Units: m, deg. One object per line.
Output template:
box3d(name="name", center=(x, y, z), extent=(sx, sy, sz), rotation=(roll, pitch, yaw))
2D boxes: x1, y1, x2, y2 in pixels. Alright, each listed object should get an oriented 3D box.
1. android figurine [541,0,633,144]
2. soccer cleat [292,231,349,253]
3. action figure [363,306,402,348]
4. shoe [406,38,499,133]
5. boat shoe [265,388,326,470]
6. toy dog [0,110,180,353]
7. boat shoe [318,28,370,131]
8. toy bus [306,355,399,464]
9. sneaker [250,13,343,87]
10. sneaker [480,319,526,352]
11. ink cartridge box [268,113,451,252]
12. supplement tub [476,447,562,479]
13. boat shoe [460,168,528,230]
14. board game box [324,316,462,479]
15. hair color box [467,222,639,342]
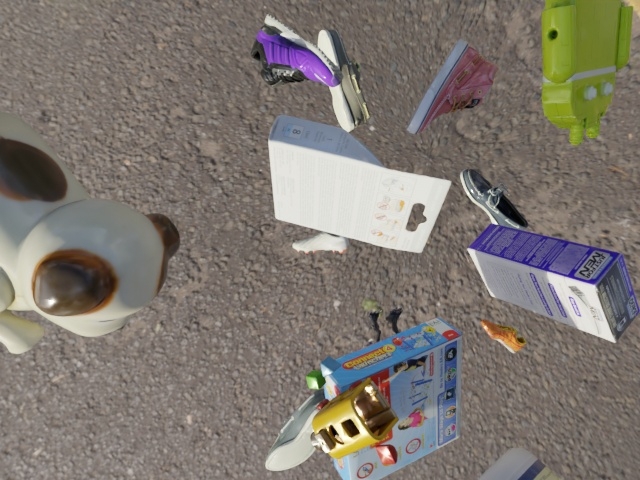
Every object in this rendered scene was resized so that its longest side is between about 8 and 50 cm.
box3d(name="android figurine", center=(0.383, -0.279, 0.748), extent=(0.056, 0.248, 0.273), rotation=(11, 113, 46))
box3d(name="soccer cleat", center=(0.000, 0.000, 1.709), extent=(0.196, 0.068, 0.076), rotation=(-1, 104, 21))
box3d(name="action figure", center=(0.205, 0.342, 1.601), extent=(0.164, 0.141, 0.275), rotation=(2, 56, -6))
box3d(name="shoe", center=(0.204, -0.219, 0.785), extent=(0.081, 0.063, 0.178), rotation=(32, 73, 0))
box3d(name="boat shoe", center=(-0.062, 0.579, 1.575), extent=(0.116, 0.099, 0.319), rotation=(26, 114, -30))
box3d(name="toy dog", center=(-0.417, -0.018, 0.799), extent=(0.408, 0.284, 0.395), rotation=(29, 112, 13))
box3d(name="boat shoe", center=(0.073, -0.476, 1.526), extent=(0.091, 0.109, 0.305), rotation=(-26, 123, -11))
box3d(name="toy bus", center=(0.037, 0.335, 0.932), extent=(0.191, 0.104, 0.202), rotation=(12, 112, 32))
box3d(name="sneaker", center=(-0.071, -0.440, 1.314), extent=(0.293, 0.102, 0.146), rotation=(44, 102, 27))
box3d(name="sneaker", center=(0.569, 0.286, 1.618), extent=(0.175, 0.064, 0.067), rotation=(31, 111, -22))
box3d(name="ink cartridge box", center=(0.079, -0.118, 1.190), extent=(0.385, 0.308, 0.091), rotation=(13, 60, 5))
box3d(name="supplement tub", center=(0.331, 0.484, 0.710), extent=(0.325, 0.235, 0.235), rotation=(41, 106, 33))
box3d(name="boat shoe", center=(0.520, -0.121, 1.550), extent=(0.254, 0.095, 0.079), rotation=(52, 145, -5))
box3d(name="board game box", center=(0.168, 0.362, 1.148), extent=(0.302, 0.086, 0.308), rotation=(-17, 118, -21))
box3d(name="hair color box", center=(0.526, 0.086, 1.199), extent=(0.110, 0.339, 0.185), rotation=(-43, 121, -14))
